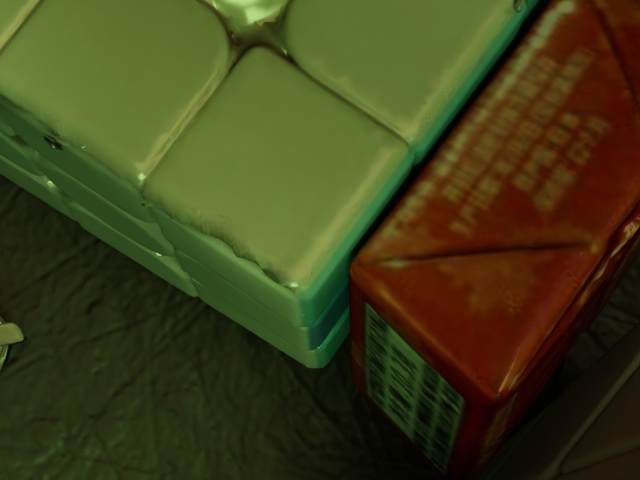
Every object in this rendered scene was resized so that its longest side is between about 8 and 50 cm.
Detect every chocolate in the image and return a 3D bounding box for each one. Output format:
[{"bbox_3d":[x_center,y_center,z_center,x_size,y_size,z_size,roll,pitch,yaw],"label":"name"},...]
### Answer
[{"bbox_3d":[0.112,0.001,0.757,0.108,0.237,0.235,33,74,12],"label":"chocolate"}]

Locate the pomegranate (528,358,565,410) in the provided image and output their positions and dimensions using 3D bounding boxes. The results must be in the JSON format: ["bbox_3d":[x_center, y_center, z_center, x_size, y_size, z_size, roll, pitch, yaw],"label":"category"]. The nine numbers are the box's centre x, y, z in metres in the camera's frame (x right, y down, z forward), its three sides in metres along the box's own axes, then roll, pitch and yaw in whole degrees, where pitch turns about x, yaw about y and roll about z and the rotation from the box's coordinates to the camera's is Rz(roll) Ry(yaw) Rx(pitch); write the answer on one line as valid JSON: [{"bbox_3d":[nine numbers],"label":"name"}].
[{"bbox_3d":[0.103,0.066,0.920,0.130,0.130,0.130,1,85,-9],"label":"pomegranate"}]

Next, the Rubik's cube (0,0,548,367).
[{"bbox_3d":[-0.042,-0.130,0.807,0.291,0.290,0.291,33,79,7],"label":"Rubik's cube"}]

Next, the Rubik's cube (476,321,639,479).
[{"bbox_3d":[0.180,0.284,0.761,0.316,0.322,0.319,45,107,-1],"label":"Rubik's cube"}]

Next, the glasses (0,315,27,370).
[{"bbox_3d":[-0.298,0.094,0.854,0.162,0.095,0.255,37,75,-17],"label":"glasses"}]
